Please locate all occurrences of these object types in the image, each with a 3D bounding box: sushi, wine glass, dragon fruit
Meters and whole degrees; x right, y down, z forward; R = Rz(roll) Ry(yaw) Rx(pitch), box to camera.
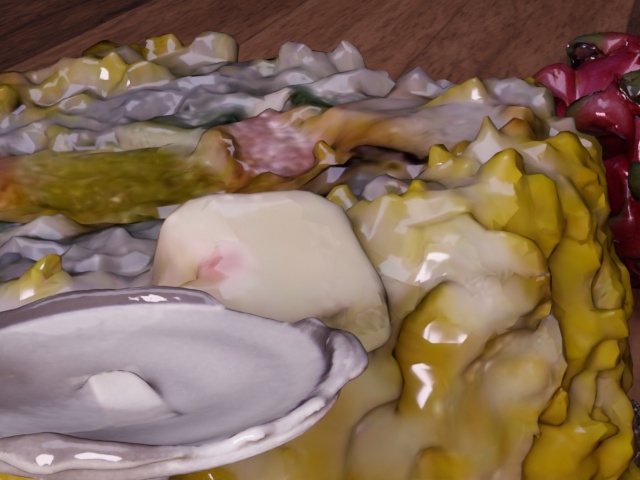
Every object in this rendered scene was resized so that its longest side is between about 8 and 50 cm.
[{"bbox_3d":[-0.063,0.057,0.678,0.397,0.240,0.351,-14,22,-21],"label":"sushi"},{"bbox_3d":[-0.046,0.138,0.436,0.156,0.232,0.156,-1,17,0],"label":"wine glass"},{"bbox_3d":[0.254,-0.048,1.107,0.198,0.218,0.273,-52,37,-5],"label":"dragon fruit"}]

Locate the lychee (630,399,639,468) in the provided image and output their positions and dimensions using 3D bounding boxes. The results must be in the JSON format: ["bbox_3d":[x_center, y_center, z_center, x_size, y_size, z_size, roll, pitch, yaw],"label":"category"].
[{"bbox_3d":[0.141,0.115,0.778,0.067,0.083,0.068,19,-22,-17],"label":"lychee"}]
